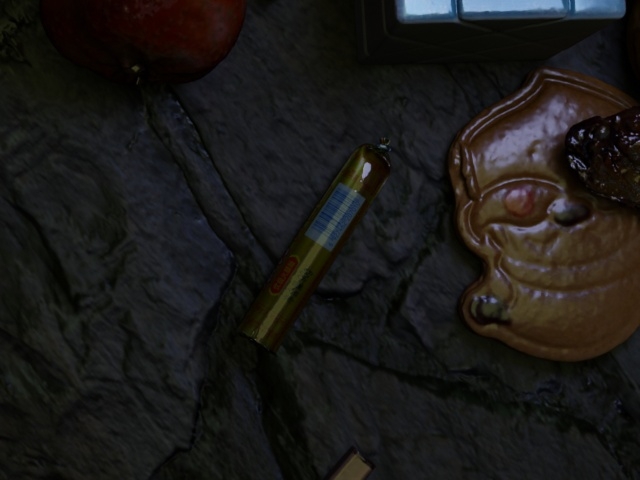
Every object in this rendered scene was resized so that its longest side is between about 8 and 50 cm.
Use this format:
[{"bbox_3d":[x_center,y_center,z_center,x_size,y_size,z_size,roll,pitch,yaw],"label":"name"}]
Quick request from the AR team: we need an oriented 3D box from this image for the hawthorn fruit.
[{"bbox_3d":[-0.239,-0.381,1.553,0.287,0.287,0.330,6,82,-6],"label":"hawthorn fruit"}]

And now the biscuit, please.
[{"bbox_3d":[0.373,-0.041,1.707,0.350,0.078,0.455,-5,90,-10],"label":"biscuit"}]

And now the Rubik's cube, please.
[{"bbox_3d":[0.220,-0.430,1.568,0.322,0.319,0.315,-2,88,-7],"label":"Rubik's cube"}]

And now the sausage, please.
[{"bbox_3d":[0.000,0.000,1.659,0.082,0.082,0.371,33,85,-4],"label":"sausage"}]

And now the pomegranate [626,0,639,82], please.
[{"bbox_3d":[0.585,-0.303,1.646,0.264,0.264,0.264,0,89,-6],"label":"pomegranate"}]

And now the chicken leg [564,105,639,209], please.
[{"bbox_3d":[0.514,-0.120,1.631,0.323,0.083,0.177,19,123,-10],"label":"chicken leg"}]

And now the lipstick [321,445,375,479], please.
[{"bbox_3d":[0.019,0.379,1.671,0.045,0.045,0.145,41,85,-6],"label":"lipstick"}]
